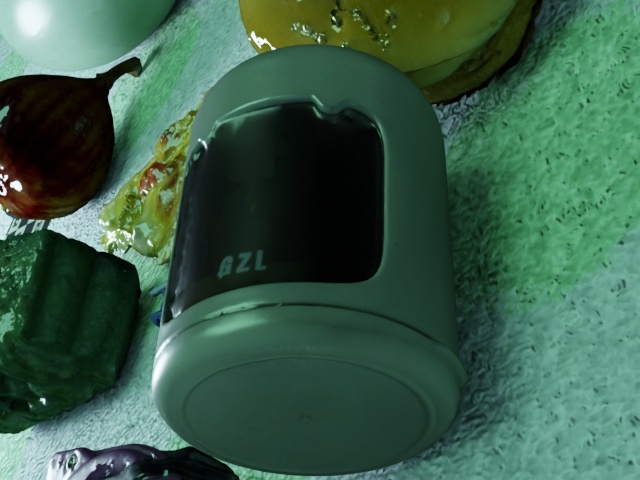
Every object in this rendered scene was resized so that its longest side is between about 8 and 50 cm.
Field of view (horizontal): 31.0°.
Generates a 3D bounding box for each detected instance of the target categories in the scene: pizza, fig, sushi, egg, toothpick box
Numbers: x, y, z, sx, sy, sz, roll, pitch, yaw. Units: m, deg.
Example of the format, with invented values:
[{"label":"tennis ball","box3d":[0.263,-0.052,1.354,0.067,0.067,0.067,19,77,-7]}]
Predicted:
[{"label":"pizza","box3d":[-0.199,-0.045,1.377,0.287,0.075,0.280,-32,37,41]},{"label":"fig","box3d":[-0.377,-0.185,1.710,0.217,0.217,0.321,-22,27,50]},{"label":"sushi","box3d":[-0.480,-0.098,1.919,0.215,0.050,0.192,-11,54,55]},{"label":"egg","box3d":[-0.358,-0.424,1.789,0.389,0.276,0.276,-41,33,32]},{"label":"toothpick box","box3d":[0.000,0.000,0.865,0.229,0.229,0.316,-35,39,39]}]

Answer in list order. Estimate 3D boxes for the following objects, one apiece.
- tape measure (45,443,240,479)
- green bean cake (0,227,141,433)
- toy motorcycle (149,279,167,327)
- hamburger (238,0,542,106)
[{"label":"tape measure","box3d":[-0.169,0.280,0.929,0.245,0.149,0.232,-21,43,44]},{"label":"green bean cake","box3d":[-0.404,0.093,1.334,0.300,0.307,0.169,-31,41,46]},{"label":"toy motorcycle","box3d":[-0.119,0.073,1.142,0.114,0.076,0.205,-64,26,7]},{"label":"hamburger","box3d":[0.070,-0.273,0.981,0.284,0.174,0.305,21,103,36]}]
